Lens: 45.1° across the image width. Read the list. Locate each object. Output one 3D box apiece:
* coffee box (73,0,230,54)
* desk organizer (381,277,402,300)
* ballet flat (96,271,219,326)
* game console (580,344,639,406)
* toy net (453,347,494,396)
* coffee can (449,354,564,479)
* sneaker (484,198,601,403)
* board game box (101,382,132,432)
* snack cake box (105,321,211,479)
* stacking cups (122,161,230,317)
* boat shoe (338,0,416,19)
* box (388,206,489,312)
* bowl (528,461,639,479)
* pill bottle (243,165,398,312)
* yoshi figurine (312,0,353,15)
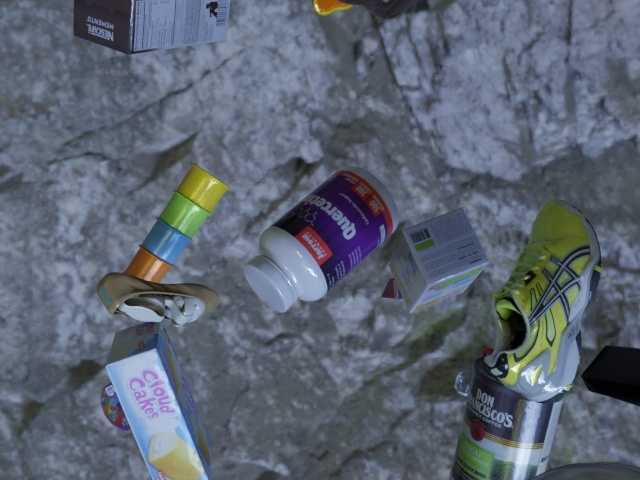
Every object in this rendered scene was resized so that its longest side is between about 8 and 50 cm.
[{"bbox_3d":[-0.352,-0.485,1.632,0.297,0.168,0.119,-28,135,-50],"label":"coffee box"},{"bbox_3d":[0.192,0.094,1.724,0.130,0.050,0.047,-16,103,-45],"label":"desk organizer"},{"bbox_3d":[-0.256,0.109,1.257,0.232,0.080,0.073,13,35,-43],"label":"ballet flat"},{"bbox_3d":[0.561,0.167,1.188,0.361,0.213,0.044,-26,112,-49],"label":"game console"},{"bbox_3d":[0.397,0.339,1.912,0.045,0.232,0.122,-26,87,-40],"label":"toy net"},{"bbox_3d":[0.408,0.417,1.685,0.201,0.201,0.275,-29,130,-70],"label":"coffee can"},{"bbox_3d":[0.397,0.089,1.386,0.147,0.145,0.385,24,65,-23],"label":"sneaker"},{"bbox_3d":[-0.356,0.301,1.540,0.133,0.168,0.033,43,-25,28],"label":"board game box"},{"bbox_3d":[-0.269,0.283,1.306,0.152,0.089,0.264,-116,-173,-74],"label":"snack cake box"},{"bbox_3d":[-0.294,0.006,1.493,0.316,0.096,0.096,-59,153,-1],"label":"stacking cups"},{"bbox_3d":[0.038,-0.315,0.841,0.095,0.095,0.257,58,14,9],"label":"boat shoe"},{"bbox_3d":[0.196,0.039,1.321,0.203,0.114,0.103,99,-31,-71],"label":"box"},{"bbox_3d":[0.286,0.353,0.799,0.134,0.298,0.298,52,31,-45],"label":"bowl"},{"bbox_3d":[0.000,0.000,1.597,0.323,0.181,0.181,-41,124,-24],"label":"pill bottle"},{"bbox_3d":[0.039,-0.657,1.786,0.362,0.203,0.203,-85,-170,-58],"label":"yoshi figurine"}]
